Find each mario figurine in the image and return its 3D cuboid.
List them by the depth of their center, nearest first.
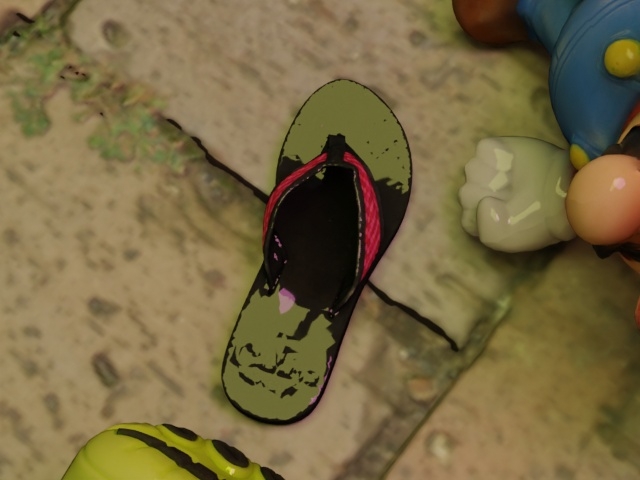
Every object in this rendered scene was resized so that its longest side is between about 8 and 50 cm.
[{"bbox_3d":[0.127,-0.062,0.727,0.170,0.198,0.321,-27,44,4],"label":"mario figurine"}]

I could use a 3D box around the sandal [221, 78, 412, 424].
[{"bbox_3d":[0.000,0.000,0.817,0.067,0.040,0.179,14,67,9],"label":"sandal"}]

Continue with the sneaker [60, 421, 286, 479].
[{"bbox_3d":[0.006,0.196,0.709,0.295,0.109,0.123,37,103,11],"label":"sneaker"}]
